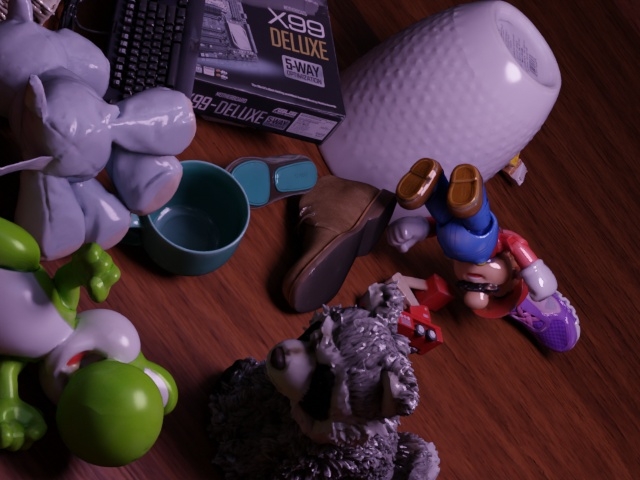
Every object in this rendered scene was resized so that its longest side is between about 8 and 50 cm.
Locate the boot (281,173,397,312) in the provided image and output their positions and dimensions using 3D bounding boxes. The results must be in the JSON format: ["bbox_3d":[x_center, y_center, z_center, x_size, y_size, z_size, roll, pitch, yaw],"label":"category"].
[{"bbox_3d":[0.000,0.000,2.026,0.115,0.112,0.305,27,35,11],"label":"boot"}]

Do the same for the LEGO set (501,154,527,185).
[{"bbox_3d":[0.273,-0.159,2.543,0.287,0.107,0.132,-11,105,-61],"label":"LEGO set"}]

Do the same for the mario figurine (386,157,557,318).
[{"bbox_3d":[0.222,0.025,2.111,0.198,0.170,0.320,54,3,42],"label":"mario figurine"}]

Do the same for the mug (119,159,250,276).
[{"bbox_3d":[-0.173,-0.026,1.774,0.158,0.097,0.129,23,61,-5],"label":"mug"}]

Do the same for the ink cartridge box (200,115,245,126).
[{"bbox_3d":[-0.186,-0.240,2.040,0.179,0.045,0.145,6,55,-29],"label":"ink cartridge box"}]

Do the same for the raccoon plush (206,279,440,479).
[{"bbox_3d":[0.075,0.182,1.732,0.446,0.299,0.216,1,60,-53],"label":"raccoon plush"}]

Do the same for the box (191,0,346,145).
[{"bbox_3d":[-0.125,-0.279,2.026,0.307,0.076,0.242,13,52,-27],"label":"box"}]

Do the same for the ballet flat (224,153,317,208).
[{"bbox_3d":[-0.086,-0.083,1.990,0.213,0.068,0.072,-10,100,-55],"label":"ballet flat"}]

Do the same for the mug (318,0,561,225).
[{"bbox_3d":[0.206,-0.239,2.272,0.276,0.328,0.374,46,33,-15],"label":"mug"}]

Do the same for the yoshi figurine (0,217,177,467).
[{"bbox_3d":[-0.281,0.106,1.450,0.362,0.203,0.203,39,51,-29],"label":"yoshi figurine"}]

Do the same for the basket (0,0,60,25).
[{"bbox_3d":[-0.381,-0.328,1.779,0.113,0.103,0.167,40,34,-25],"label":"basket"}]

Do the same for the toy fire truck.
[{"bbox_3d":[0.128,0.096,2.125,0.192,0.047,0.135,26,42,-38],"label":"toy fire truck"}]

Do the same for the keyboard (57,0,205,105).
[{"bbox_3d":[-0.257,-0.271,1.870,0.201,0.033,0.317,7,54,-5],"label":"keyboard"}]

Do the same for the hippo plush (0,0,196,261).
[{"bbox_3d":[-0.318,-0.129,1.637,0.294,0.234,0.236,3,33,-51],"label":"hippo plush"}]

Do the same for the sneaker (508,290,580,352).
[{"bbox_3d":[0.325,0.099,2.356,0.236,0.095,0.104,49,38,-1],"label":"sneaker"}]
